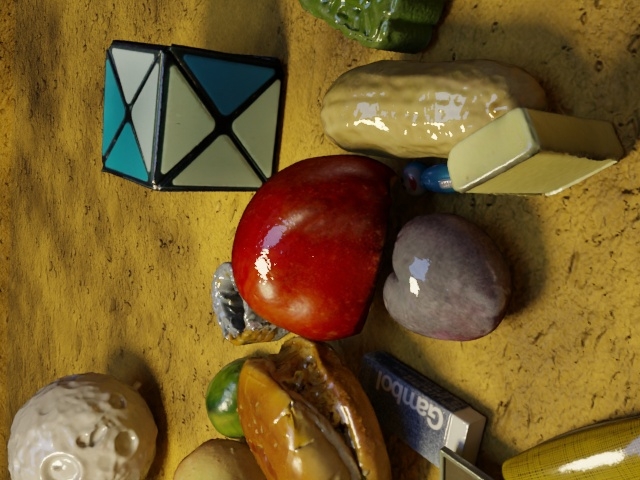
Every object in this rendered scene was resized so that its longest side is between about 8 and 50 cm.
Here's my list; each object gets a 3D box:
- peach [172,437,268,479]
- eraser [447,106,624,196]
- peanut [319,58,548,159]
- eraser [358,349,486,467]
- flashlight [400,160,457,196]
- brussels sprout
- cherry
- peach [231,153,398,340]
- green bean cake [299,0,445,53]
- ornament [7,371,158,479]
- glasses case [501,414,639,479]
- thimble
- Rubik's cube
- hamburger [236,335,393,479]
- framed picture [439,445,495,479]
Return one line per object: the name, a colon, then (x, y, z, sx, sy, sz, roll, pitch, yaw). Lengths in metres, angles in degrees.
peach: (-0.172, 0.457, 1.314, 0.232, 0.232, 0.233, 5, 96, 51)
eraser: (0.237, -0.094, 0.788, 0.117, 0.172, 0.058, -30, 68, 48)
peanut: (0.140, -0.173, 0.928, 0.318, 0.147, 0.148, 5, 96, 39)
eraser: (0.138, 0.245, 1.031, 0.212, 0.046, 0.092, 28, 115, 46)
flashlight: (0.166, -0.087, 0.979, 0.129, 0.051, 0.051, 0, 93, 46)
brussels sprout: (-0.159, 0.297, 1.339, 0.149, 0.122, 0.152, -15, 82, 48)
cherry: (0.164, 0.046, 0.919, 0.176, 0.140, 0.176, 10, 112, 27)
peach: (0.000, 0.000, 1.011, 0.275, 0.245, 0.249, -63, 38, 36)
green bean cake: (0.075, -0.401, 1.003, 0.248, 0.125, 0.222, 42, 123, 41)
ornament: (-0.553, 0.476, 1.658, 0.337, 0.337, 0.337, 5, 96, 51)
glasses case: (0.303, 0.257, 0.817, 0.234, 0.064, 0.079, -40, 69, 46)
thimble: (-0.117, 0.109, 1.280, 0.127, 0.117, 0.151, -38, 62, 45)
Rubik's cube: (-0.238, -0.226, 1.305, 0.248, 0.250, 0.246, 20, 108, 51)
hamburger: (-0.013, 0.308, 1.090, 0.290, 0.170, 0.314, 44, 153, 50)
framed picture: (0.231, 0.367, 0.902, 0.203, 0.015, 0.150, 27, 134, 44)
